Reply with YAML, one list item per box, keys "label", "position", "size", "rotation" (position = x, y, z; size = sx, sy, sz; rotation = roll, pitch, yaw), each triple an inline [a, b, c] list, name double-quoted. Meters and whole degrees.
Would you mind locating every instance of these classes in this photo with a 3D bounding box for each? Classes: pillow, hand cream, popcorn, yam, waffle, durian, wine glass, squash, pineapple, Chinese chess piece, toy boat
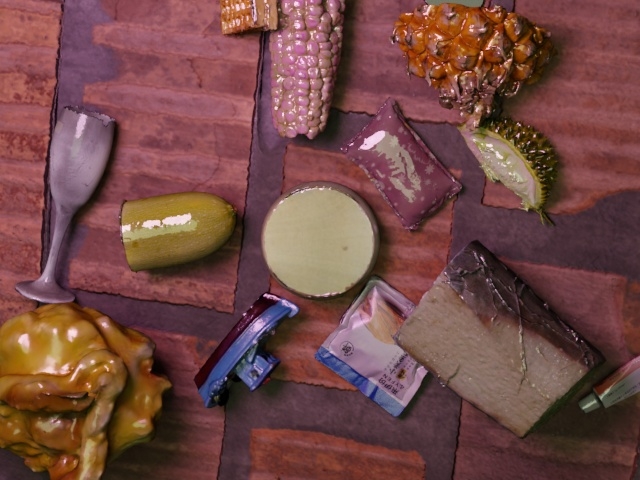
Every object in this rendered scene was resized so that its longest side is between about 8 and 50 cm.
- label: "pillow"
  position: [0.124, -0.115, 1.473]
  size: [0.118, 0.043, 0.185]
  rotation: [-40, 92, 9]
- label: "hand cream"
  position: [0.497, 0.204, 1.480]
  size: [0.216, 0.038, 0.052]
  rotation: [-32, 118, 5]
- label: "popcorn"
  position: [-0.397, 0.246, 1.503]
  size: [0.321, 0.290, 0.326]
  rotation: [35, 145, 27]
- label: "yam"
  position: [0.271, 0.148, 1.418]
  size: [0.271, 0.201, 0.202]
  rotation: [43, 126, 6]
- label: "waffle"
  position: [-0.109, -0.359, 1.418]
  size: [0.042, 0.148, 0.102]
  rotation: [-7, 100, -24]
- label: "durian"
  position: [0.303, -0.118, 1.446]
  size: [0.215, 0.086, 0.100]
  rotation: [48, 135, 2]
- label: "wine glass"
  position: [-0.462, -0.062, 1.463]
  size: [0.096, 0.264, 0.310]
  rotation: [25, 104, 40]
- label: "squash"
  position: [-0.219, -0.024, 1.499]
  size: [0.186, 0.123, 0.123]
  rotation: [-11, 97, 5]
- label: "pineapple"
  position: [0.215, -0.254, 1.370]
  size: [0.249, 0.140, 0.164]
  rotation: [17, 79, 4]
- label: "Chinese chess piece"
  position: [0.000, 0.000, 1.491]
  size: [0.188, 0.083, 0.188]
  rotation: [1, 96, 7]
- label: "toy boat"
  position: [-0.110, 0.183, 1.520]
  size: [0.097, 0.100, 0.223]
  rotation: [41, 104, 9]

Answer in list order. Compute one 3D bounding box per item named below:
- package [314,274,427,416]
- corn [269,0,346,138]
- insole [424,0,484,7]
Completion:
- label: "package"
  position: [0.104, 0.170, 1.527]
  size: [0.171, 0.027, 0.173]
  rotation: [35, 97, 1]
- label: "corn"
  position: [-0.019, -0.321, 1.424]
  size: [0.126, 0.126, 0.335]
  rotation: [2, 101, 7]
- label: "insole"
  position: [0.156, -0.491, 1.429]
  size: [0.119, 0.009, 0.348]
  rotation: [-24, 95, 9]
